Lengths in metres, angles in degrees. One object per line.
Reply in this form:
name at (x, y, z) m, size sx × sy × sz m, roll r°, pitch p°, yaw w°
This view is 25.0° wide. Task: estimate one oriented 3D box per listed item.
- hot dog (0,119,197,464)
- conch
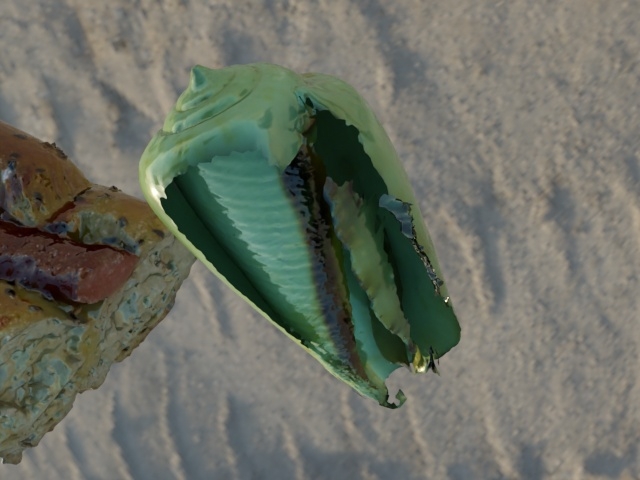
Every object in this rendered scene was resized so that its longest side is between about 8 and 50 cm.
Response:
hot dog at (-0.383, 0.018, 1.576) m, size 0.365 × 0.367 × 0.196 m, roll 25°, pitch 139°, yaw 23°
conch at (0.004, -0.004, 0.857) m, size 0.143 × 0.137 × 0.250 m, roll -37°, pitch 97°, yaw 23°
